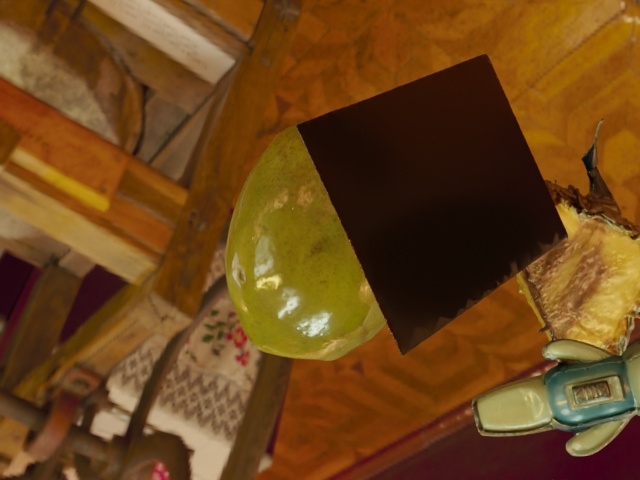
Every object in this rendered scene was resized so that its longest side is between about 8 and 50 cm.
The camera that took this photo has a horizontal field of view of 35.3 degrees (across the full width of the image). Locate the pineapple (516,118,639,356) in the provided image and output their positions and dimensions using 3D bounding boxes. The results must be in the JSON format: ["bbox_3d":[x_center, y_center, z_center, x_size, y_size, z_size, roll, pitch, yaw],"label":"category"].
[{"bbox_3d":[0.272,-0.002,1.098,0.158,0.161,0.334,-31,125,10],"label":"pineapple"}]

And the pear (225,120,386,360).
[{"bbox_3d":[0.000,0.000,1.293,0.253,0.253,0.307,7,97,6],"label":"pear"}]

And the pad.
[{"bbox_3d":[0.094,-0.037,0.735,0.006,0.245,0.170,-23,93,44],"label":"pad"}]

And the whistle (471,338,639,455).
[{"bbox_3d":[0.259,0.139,0.929,0.236,0.113,0.077,-15,173,12],"label":"whistle"}]
